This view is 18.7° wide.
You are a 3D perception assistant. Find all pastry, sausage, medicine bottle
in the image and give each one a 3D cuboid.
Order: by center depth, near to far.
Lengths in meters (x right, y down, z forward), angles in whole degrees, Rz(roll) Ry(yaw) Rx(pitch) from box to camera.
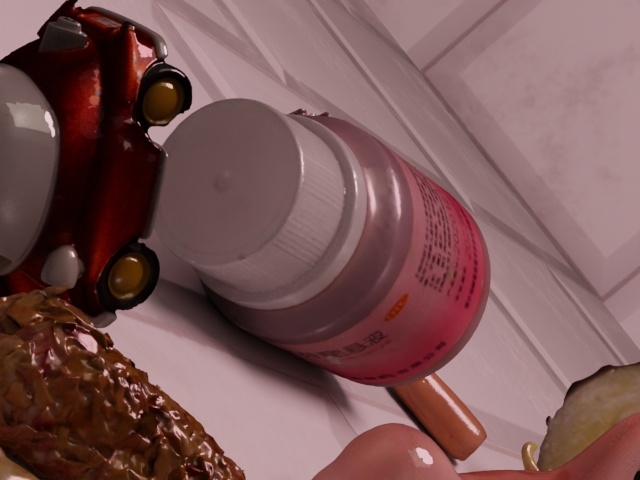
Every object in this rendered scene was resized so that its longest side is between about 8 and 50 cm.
[{"bbox_3d":[-0.077,0.083,0.784,0.169,0.063,0.087,44,9,-26],"label":"pastry"},{"bbox_3d":[0.000,0.000,1.177,0.147,0.147,0.247,55,13,29],"label":"medicine bottle"},{"bbox_3d":[0.084,0.120,1.385,0.083,0.034,0.034,48,11,-1],"label":"sausage"}]

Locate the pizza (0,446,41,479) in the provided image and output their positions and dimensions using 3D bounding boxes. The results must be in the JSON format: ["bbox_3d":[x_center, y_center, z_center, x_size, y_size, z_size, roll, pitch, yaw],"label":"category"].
[{"bbox_3d":[-0.076,0.133,0.688,0.176,0.036,0.185,54,11,27],"label":"pizza"}]

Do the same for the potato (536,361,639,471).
[{"bbox_3d":[0.312,0.241,1.380,0.301,0.289,0.237,15,-30,32],"label":"potato"}]

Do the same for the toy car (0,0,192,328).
[{"bbox_3d":[-0.132,-0.038,0.844,0.112,0.139,0.112,9,13,-44],"label":"toy car"}]

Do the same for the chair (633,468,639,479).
[{"bbox_3d":[0.179,0.268,0.912,0.159,0.247,0.172,43,-11,-33],"label":"chair"}]

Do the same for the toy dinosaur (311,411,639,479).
[{"bbox_3d":[0.102,0.146,1.071,0.152,0.194,0.177,-96,166,-57],"label":"toy dinosaur"}]
